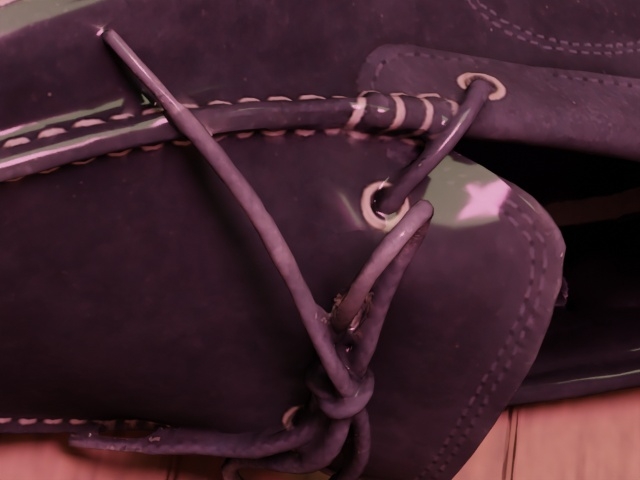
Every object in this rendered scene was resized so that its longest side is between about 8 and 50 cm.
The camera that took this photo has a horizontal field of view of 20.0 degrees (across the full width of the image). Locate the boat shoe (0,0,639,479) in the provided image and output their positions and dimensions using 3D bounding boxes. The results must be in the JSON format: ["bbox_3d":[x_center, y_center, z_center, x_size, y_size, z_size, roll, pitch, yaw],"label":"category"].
[{"bbox_3d":[0.000,0.000,0.593,0.500,0.187,0.156,-8,57,-34],"label":"boat shoe"}]
